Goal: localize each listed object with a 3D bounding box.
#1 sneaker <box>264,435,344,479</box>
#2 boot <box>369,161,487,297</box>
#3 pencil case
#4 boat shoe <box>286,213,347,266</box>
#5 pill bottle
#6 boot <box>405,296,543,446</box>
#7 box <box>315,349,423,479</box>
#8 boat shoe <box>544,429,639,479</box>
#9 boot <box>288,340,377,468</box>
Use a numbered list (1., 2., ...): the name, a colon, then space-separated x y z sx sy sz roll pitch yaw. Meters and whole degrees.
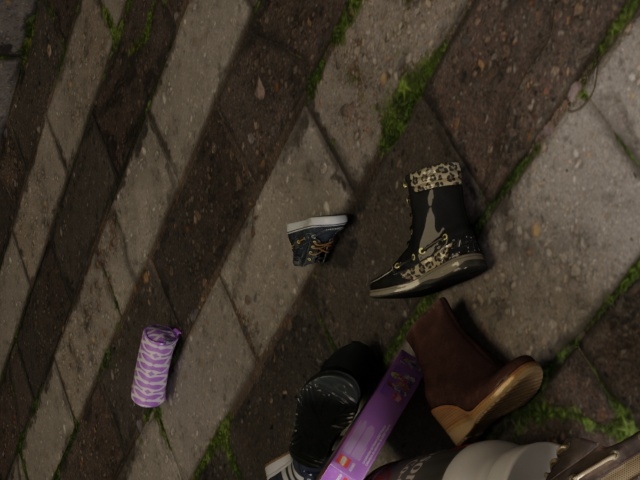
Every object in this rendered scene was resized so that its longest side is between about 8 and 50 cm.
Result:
1. sneaker: -0.017 0.454 2.108 0.282 0.099 0.153 135 129 -58
2. boot: 0.156 -0.009 1.809 0.236 0.085 0.179 -24 71 49
3. pencil case: -0.384 0.289 2.680 0.086 0.088 0.206 43 127 38
4. boat shoe: 0.000 0.000 2.078 0.183 0.065 0.083 -14 84 63
5. pill bottle: 0.214 0.397 1.641 0.363 0.210 0.210 -30 68 54
6. boot: 0.216 0.173 1.722 0.248 0.090 0.207 -55 51 49
7. box: 0.059 0.329 1.829 0.057 0.293 0.201 33 131 6
8. boat shoe: 0.339 0.309 1.399 0.132 0.355 0.130 57 -168 -48
9. boot: 0.033 0.234 1.909 0.094 0.207 0.246 24 135 6
